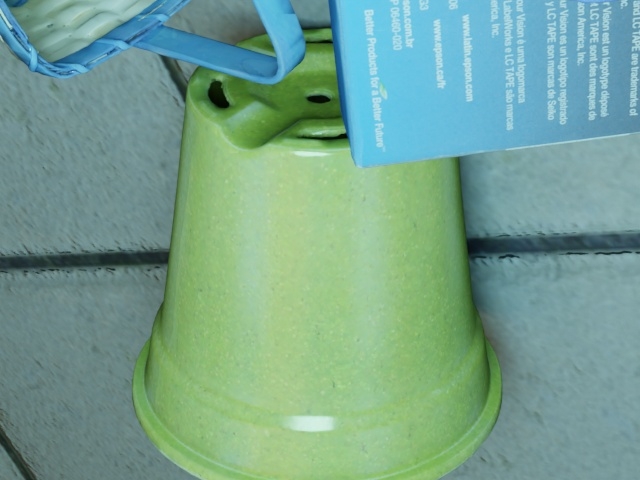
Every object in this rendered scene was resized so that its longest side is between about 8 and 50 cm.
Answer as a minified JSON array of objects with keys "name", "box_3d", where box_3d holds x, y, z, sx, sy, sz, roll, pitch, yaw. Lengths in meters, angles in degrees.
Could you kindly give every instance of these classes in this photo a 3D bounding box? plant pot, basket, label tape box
[{"name":"plant pot","box_3d":[0.000,0.000,1.278,0.276,0.276,0.254,17,125,23]},{"name":"basket","box_3d":[-0.149,-0.224,1.181,0.289,0.201,0.255,11,134,42]},{"name":"label tape box","box_3d":[0.173,-0.187,1.023,0.347,0.115,0.249,-9,132,-1]}]

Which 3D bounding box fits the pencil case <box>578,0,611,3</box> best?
[{"name":"pencil case","box_3d":[0.143,-0.262,0.841,0.119,0.306,0.133,4,160,4]}]
